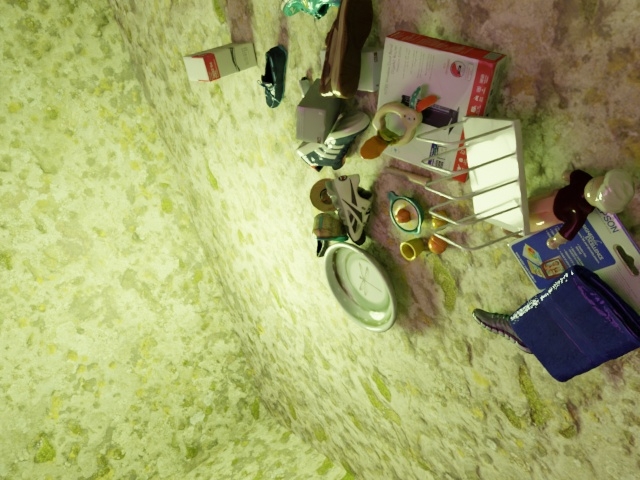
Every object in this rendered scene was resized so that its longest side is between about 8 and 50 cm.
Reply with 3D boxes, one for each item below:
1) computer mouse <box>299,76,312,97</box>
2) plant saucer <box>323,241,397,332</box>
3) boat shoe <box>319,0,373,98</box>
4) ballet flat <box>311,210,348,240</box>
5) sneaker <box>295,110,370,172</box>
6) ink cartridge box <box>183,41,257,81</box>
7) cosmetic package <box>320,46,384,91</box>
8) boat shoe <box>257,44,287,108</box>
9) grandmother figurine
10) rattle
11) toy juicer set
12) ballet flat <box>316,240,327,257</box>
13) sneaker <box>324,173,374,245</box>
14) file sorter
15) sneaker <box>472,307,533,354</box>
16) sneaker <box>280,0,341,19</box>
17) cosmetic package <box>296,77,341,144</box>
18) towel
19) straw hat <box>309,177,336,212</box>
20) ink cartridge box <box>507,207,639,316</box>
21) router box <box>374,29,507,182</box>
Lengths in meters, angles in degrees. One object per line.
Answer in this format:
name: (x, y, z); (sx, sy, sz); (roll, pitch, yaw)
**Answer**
computer mouse: (-0.046, -0.529, 1.738); (0.193, 0.042, 0.106); (-91, -12, -75)
plant saucer: (0.177, 0.172, 1.970); (0.400, 0.100, 0.400); (36, 142, 35)
boat shoe: (0.060, -0.581, 1.432); (0.123, 0.123, 0.342); (10, 94, 43)
ballet flat: (0.048, -0.054, 1.877); (0.123, 0.123, 0.348); (56, -169, 9)
sneaker: (0.068, -0.335, 1.742); (0.148, 0.131, 0.350); (49, 147, -21)
ink cartridge box: (-0.401, -0.721, 1.987); (0.172, 0.237, 0.100); (23, 134, 45)
cosmetic package: (0.106, -0.541, 1.546); (0.231, 0.085, 0.117); (24, 132, 42)
boat shoe: (-0.198, -0.628, 1.905); (0.109, 0.089, 0.258); (41, 143, 30)
grandmother figurine: (0.562, -0.080, 1.141); (0.342, 0.104, 0.208); (150, 132, -69)
rattle: (0.198, -0.311, 1.306); (0.199, 0.142, 0.130); (-19, 92, 54)
toy juicer set: (0.306, -0.088, 1.599); (0.209, 0.089, 0.329); (-1, 113, 55)
ballet flat: (0.000, 0.000, 2.141); (0.057, 0.049, 0.173); (25, 133, 43)
sneaker: (0.139, -0.107, 1.798); (0.330, 0.146, 0.122); (61, -170, -46)
file sorter: (0.360, -0.138, 1.192); (0.193, 0.173, 0.278); (-138, 31, -65)
sneaker: (0.577, 0.247, 1.504); (0.223, 0.083, 0.098); (31, 116, 34)
sneaker: (-0.030, -0.754, 1.564); (0.275, 0.107, 0.110); (9, 131, 52)
cosmetic package: (-0.002, -0.430, 1.631); (0.107, 0.238, 0.127); (14, 130, 12)
towel: (0.643, 0.216, 1.257); (0.228, 0.076, 0.308); (55, 150, 21)
straw hat: (0.032, -0.170, 1.948); (0.144, 0.144, 0.061); (53, -173, 13)
ink cartridge box: (0.671, 0.074, 1.229); (0.304, 0.072, 0.307); (59, 146, 6)
router box: (0.305, -0.360, 1.339); (0.301, 0.082, 0.335); (25, 135, 26)
